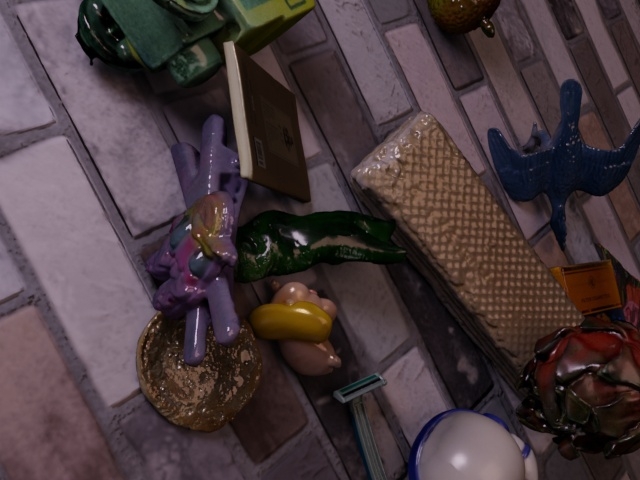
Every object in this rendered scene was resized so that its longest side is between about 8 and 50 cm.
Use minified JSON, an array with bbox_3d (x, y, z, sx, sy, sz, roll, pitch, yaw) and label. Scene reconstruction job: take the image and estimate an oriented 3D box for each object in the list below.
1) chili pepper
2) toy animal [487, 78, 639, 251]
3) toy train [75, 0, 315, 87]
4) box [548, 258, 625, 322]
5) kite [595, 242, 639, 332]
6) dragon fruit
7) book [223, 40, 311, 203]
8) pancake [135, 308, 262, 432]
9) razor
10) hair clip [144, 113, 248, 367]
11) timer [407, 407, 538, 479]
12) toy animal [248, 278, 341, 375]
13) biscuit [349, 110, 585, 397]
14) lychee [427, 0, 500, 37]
[{"bbox_3d":[0.000,-0.002,0.760,0.225,0.060,0.098,-9,39,-25],"label":"chili pepper"},{"bbox_3d":[0.390,-0.119,1.063,0.255,0.239,0.176,81,1,-45],"label":"toy animal"},{"bbox_3d":[-0.189,-0.339,0.686,0.368,0.150,0.237,57,43,-11],"label":"toy train"},{"bbox_3d":[0.422,0.153,1.064,0.152,0.070,0.237,-5,79,-38],"label":"box"},{"bbox_3d":[0.588,0.143,1.233,0.321,0.016,0.233,38,59,-23],"label":"kite"},{"bbox_3d":[0.343,0.182,0.834,0.189,0.182,0.182,8,71,-62],"label":"dragon fruit"},{"bbox_3d":[-0.053,-0.118,0.726,0.199,0.016,0.138,14,67,-74],"label":"book"},{"bbox_3d":[-0.120,0.121,0.677,0.140,0.022,0.139,12,70,-34],"label":"pancake"},{"bbox_3d":[0.065,0.254,0.774,0.068,0.037,0.191,-16,90,-35],"label":"razor"},{"bbox_3d":[-0.116,-0.013,0.659,0.090,0.137,0.278,37,37,-31],"label":"hair clip"},{"bbox_3d":[0.258,0.355,0.791,0.383,0.270,0.270,46,53,0],"label":"timer"},{"bbox_3d":[-0.012,0.088,0.735,0.114,0.091,0.082,48,39,-15],"label":"toy animal"},{"bbox_3d":[0.210,0.032,0.906,0.144,0.078,0.426,-43,105,-15],"label":"biscuit"},{"bbox_3d":[0.222,-0.373,1.033,0.114,0.114,0.146,-23,74,-40],"label":"lychee"}]
